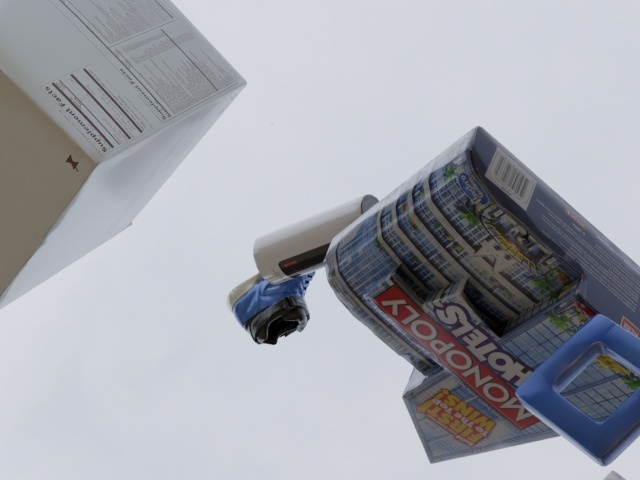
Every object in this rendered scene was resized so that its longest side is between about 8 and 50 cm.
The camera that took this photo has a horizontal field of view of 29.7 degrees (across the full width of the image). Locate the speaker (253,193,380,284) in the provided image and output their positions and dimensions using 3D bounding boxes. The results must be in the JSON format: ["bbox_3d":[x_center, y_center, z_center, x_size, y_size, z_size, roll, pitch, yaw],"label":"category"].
[{"bbox_3d":[0.000,0.000,1.206,0.136,0.055,0.055,-20,-83,29],"label":"speaker"}]

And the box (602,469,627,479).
[{"bbox_3d":[0.302,0.279,0.967,0.063,0.067,0.324,-49,-50,2],"label":"box"}]

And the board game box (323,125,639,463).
[{"bbox_3d":[0.097,0.055,0.731,0.194,0.060,0.194,39,-45,-11],"label":"board game box"}]

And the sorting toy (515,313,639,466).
[{"bbox_3d":[0.226,0.143,0.506,0.196,0.348,0.047,-52,-43,-21],"label":"sorting toy"}]

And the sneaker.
[{"bbox_3d":[-0.023,0.050,1.288,0.152,0.058,0.084,-38,-125,1],"label":"sneaker"}]

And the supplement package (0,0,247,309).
[{"bbox_3d":[-0.203,-0.082,0.915,0.149,0.203,0.194,46,-55,3],"label":"supplement package"}]
